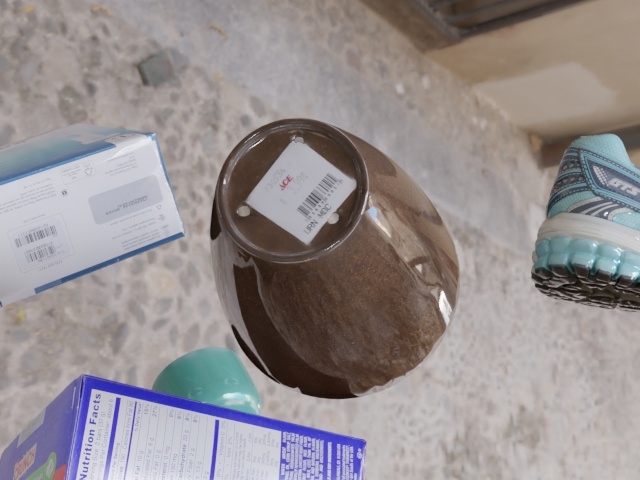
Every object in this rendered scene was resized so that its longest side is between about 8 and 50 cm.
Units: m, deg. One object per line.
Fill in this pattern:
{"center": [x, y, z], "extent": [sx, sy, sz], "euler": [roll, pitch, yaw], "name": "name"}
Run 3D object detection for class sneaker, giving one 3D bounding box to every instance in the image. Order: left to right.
{"center": [0.287, -0.003, 0.667], "extent": [0.283, 0.110, 0.122], "euler": [13, 77, -15], "name": "sneaker"}

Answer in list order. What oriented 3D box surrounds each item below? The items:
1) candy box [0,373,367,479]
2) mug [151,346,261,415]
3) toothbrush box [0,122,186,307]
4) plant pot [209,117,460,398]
{"center": [-0.154, 0.265, 1.012], "extent": [0.317, 0.268, 0.122], "euler": [19, 56, -25], "name": "candy box"}
{"center": [-0.132, 0.219, 1.252], "extent": [0.157, 0.129, 0.097], "euler": [18, 27, -43], "name": "mug"}
{"center": [-0.319, -0.044, 1.110], "extent": [0.216, 0.295, 0.126], "euler": [-23, 110, -26], "name": "toothbrush box"}
{"center": [0.000, 0.000, 0.763], "extent": [0.230, 0.215, 0.215], "euler": [64, 25, -70], "name": "plant pot"}
